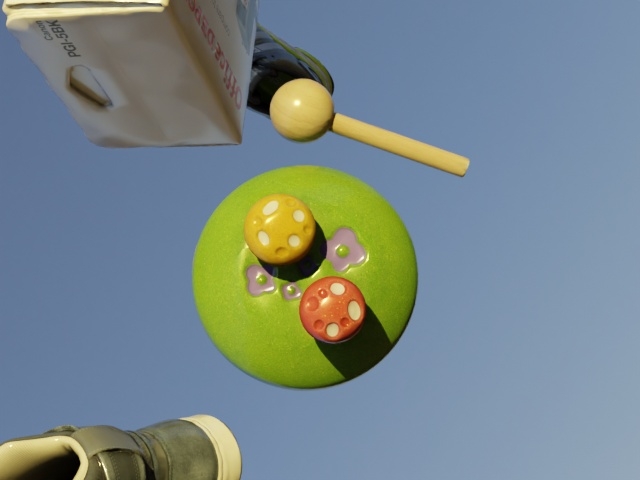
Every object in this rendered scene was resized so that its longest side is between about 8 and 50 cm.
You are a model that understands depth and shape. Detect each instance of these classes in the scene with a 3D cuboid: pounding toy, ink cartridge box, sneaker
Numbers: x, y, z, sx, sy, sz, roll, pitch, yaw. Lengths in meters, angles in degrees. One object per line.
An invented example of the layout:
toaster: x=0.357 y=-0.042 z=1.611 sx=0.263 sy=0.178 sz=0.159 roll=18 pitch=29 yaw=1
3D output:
pounding toy: x=0.000 y=0.000 z=1.195 sx=0.110 sy=0.183 sz=0.237 roll=103 pitch=-168 yaw=-84
ink cartridge box: x=-0.056 y=-0.112 z=0.533 sx=0.099 sy=0.056 sz=0.135 roll=63 pitch=-150 yaw=-64
sneaker: x=-0.106 y=-0.233 z=1.932 sx=0.111 sy=0.300 sz=0.121 roll=-59 pitch=18 yaw=15
sneaker: x=-0.154 y=0.196 z=0.862 sx=0.163 sy=0.086 sz=0.226 roll=6 pitch=-65 yaw=-58
